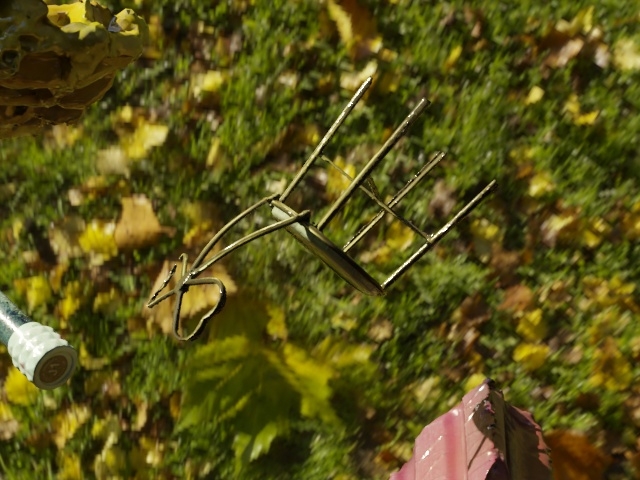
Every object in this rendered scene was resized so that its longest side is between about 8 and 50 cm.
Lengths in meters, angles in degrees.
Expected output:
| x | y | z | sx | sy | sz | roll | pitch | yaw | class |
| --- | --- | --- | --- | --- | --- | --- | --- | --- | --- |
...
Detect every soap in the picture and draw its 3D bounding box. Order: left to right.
| x | y | z | sx | sy | sz | roll | pitch | yaw | class |
| --- | --- | --- | --- | --- | --- | --- | --- | --- | --- |
| 0.147 | 0.285 | 1.419 | 0.112 | 0.289 | 0.182 | 38 | 110 | -11 | soap |

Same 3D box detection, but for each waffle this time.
| x | y | z | sx | sy | sz | roll | pitch | yaw | class |
| --- | --- | --- | --- | --- | --- | --- | --- | --- | --- |
| -0.255 | -0.079 | 0.711 | 0.307 | 0.312 | 0.060 | -12 | 87 | 27 | waffle |

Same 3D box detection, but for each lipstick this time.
| x | y | z | sx | sy | sz | roll | pitch | yaw | class |
| --- | --- | --- | --- | --- | --- | --- | --- | --- | --- |
| -0.209 | 0.056 | 0.940 | 0.037 | 0.037 | 0.116 | -38 | 51 | -20 | lipstick |

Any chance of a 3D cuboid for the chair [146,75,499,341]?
| x | y | z | sx | sy | sz | roll | pitch | yaw | class |
| --- | --- | --- | --- | --- | --- | --- | --- | --- | --- |
| 0.000 | 0.000 | 1.380 | 0.325 | 0.160 | 0.170 | -48 | 119 | -4 | chair |
